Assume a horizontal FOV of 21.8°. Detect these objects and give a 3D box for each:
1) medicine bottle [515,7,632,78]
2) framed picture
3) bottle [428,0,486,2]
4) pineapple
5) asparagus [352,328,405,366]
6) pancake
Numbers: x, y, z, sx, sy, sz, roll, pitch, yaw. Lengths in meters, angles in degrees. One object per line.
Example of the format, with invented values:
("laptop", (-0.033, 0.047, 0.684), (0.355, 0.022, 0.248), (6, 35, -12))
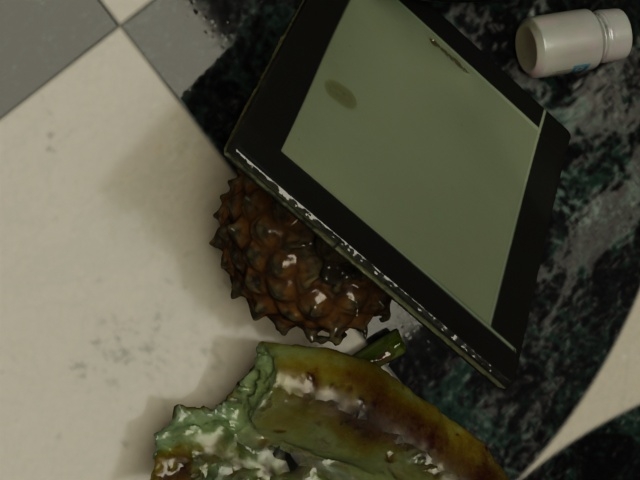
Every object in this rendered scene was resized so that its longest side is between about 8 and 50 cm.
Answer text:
("medicine bottle", (0.212, -0.167, 1.393), (0.089, 0.052, 0.052), (-11, 92, -18))
("framed picture", (0.074, -0.074, 1.250), (0.265, 0.016, 0.347), (39, 36, -14))
("bottle", (0.117, -0.370, 1.313), (0.168, 0.168, 0.347), (-1, 84, -18))
("pineapple", (0.000, 0.000, 1.248), (0.166, 0.193, 0.166), (-1, 94, -11))
("asparagus", (-0.033, 0.144, 1.324), (0.248, 0.025, 0.024), (-34, 141, -16))
("pancake", (0.038, 0.272, 1.301), (0.304, 0.067, 0.427), (-18, 103, -16))
